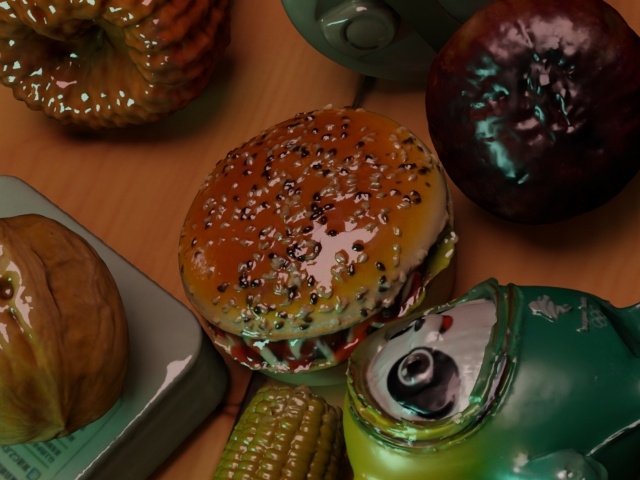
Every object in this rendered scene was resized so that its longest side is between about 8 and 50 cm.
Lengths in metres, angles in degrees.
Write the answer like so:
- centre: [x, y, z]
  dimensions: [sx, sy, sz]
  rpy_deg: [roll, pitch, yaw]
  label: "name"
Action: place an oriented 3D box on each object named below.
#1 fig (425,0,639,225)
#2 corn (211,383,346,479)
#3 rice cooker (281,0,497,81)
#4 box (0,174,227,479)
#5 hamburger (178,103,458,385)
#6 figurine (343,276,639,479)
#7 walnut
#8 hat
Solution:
- centre: [0.213, -0.126, 1.676]
  dimensions: [0.224, 0.263, 0.224]
  rpy_deg: [9, 69, -23]
  label: "fig"
- centre: [-0.066, 0.292, 1.548]
  dimensions: [0.131, 0.131, 0.344]
  rpy_deg: [9, 60, 25]
  label: "corn"
- centre: [0.109, -0.354, 1.814]
  dimensions: [0.335, 0.335, 0.325]
  rpy_deg: [-9, 52, 14]
  label: "rice cooker"
- centre: [-0.346, 0.160, 1.756]
  dimensions: [0.396, 0.111, 0.396]
  rpy_deg: [-45, 53, -13]
  label: "box"
- centre: [0.000, 0.000, 1.701]
  dimensions: [0.300, 0.176, 0.300]
  rpy_deg: [-11, 52, 14]
  label: "hamburger"
- centre: [0.179, 0.146, 1.518]
  dimensions: [0.340, 0.231, 0.324]
  rpy_deg: [-20, 26, 17]
  label: "figurine"
- centre: [-0.277, 0.085, 1.600]
  dimensions: [0.195, 0.195, 0.222]
  rpy_deg: [-26, 60, 1]
  label: "walnut"
- centre: [-0.214, -0.338, 1.967]
  dimensions: [0.285, 0.285, 0.400]
  rpy_deg: [4, 55, 23]
  label: "hat"
